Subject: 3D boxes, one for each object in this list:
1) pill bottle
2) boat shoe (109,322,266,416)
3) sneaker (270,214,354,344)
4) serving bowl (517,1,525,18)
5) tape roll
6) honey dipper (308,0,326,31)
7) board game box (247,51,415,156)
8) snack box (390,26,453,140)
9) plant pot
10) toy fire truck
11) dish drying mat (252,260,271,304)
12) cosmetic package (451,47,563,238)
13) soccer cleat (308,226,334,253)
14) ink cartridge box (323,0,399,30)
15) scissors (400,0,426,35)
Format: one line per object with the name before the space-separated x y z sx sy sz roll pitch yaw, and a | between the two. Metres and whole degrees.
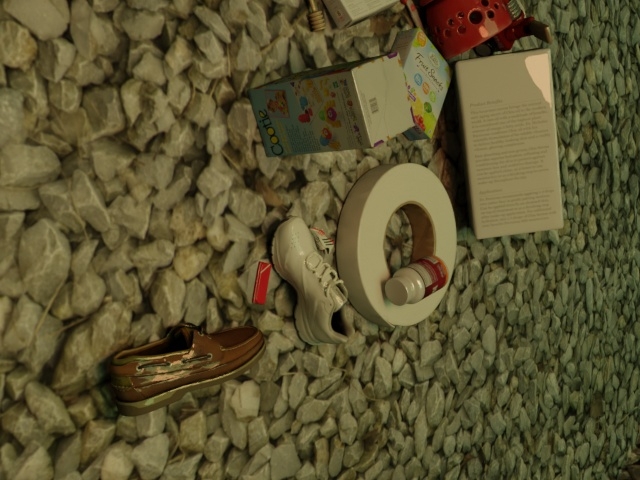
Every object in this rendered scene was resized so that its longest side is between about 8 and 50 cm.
pill bottle | 0.217 0.093 1.618 0.152 0.086 0.086 -22 108 -42
boat shoe | -0.221 0.199 1.252 0.307 0.110 0.104 -22 108 -44
sneaker | -0.004 0.083 1.459 0.111 0.129 0.297 -37 116 -37
serving bowl | 0.569 -0.655 2.092 0.083 0.027 0.083 -4 95 -46
tape roll | 0.189 0.011 1.698 0.392 0.072 0.392 -4 95 -46
honey dipper | -0.023 -0.518 1.485 0.030 0.030 0.161 -29 110 -41
board game box | 0.018 -0.254 1.360 0.142 0.275 0.144 -32 114 -41
snack box | 0.227 -0.375 1.720 0.174 0.070 0.207 37 64 -41
plant pot | 0.346 -0.563 1.750 0.191 0.191 0.174 -41 104 -37
toy fire truck | 0.489 -0.587 1.855 0.217 0.246 0.158 47 59 -37
dish drying mat | -0.116 0.085 1.428 0.032 0.008 0.083 16 80 -46
cosmetic package | 0.479 -0.250 1.841 0.161 0.230 0.453 -72 154 -75
soccer cleat | 0.000 0.000 1.532 0.083 0.029 0.035 40 60 -45
ink cartridge box | 0.056 -0.596 1.563 0.189 0.066 0.232 -36 96 -39
scissors | 0.219 -0.587 1.737 0.297 0.021 0.109 42 61 -37
